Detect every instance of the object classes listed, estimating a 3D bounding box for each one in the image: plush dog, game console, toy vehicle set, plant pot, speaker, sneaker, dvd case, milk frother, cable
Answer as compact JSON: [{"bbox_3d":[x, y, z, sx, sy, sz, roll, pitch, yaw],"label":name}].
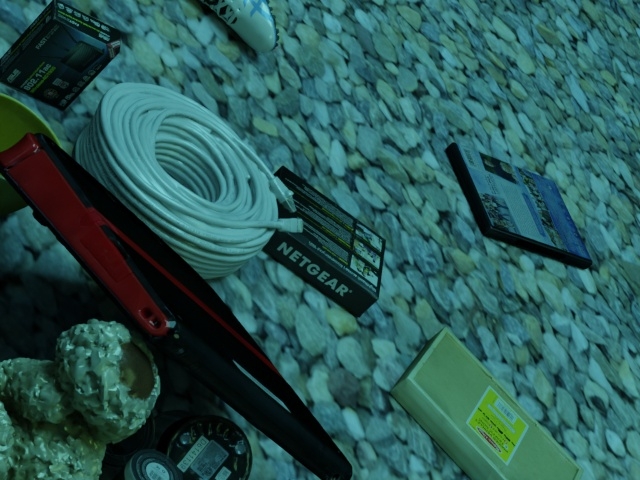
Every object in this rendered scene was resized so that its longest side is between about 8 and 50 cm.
[{"bbox_3d":[-0.291,0.174,1.391,0.225,0.210,0.262,20,81,-34],"label":"plush dog"},{"bbox_3d":[-0.144,0.073,1.612,0.342,0.060,0.386,49,2,39],"label":"game console"},{"bbox_3d":[0.215,0.245,2.087,0.267,0.035,0.166,47,30,1],"label":"toy vehicle set"},{"bbox_3d":[-0.345,-0.075,1.705,0.134,0.095,0.134,31,33,-23],"label":"plant pot"},{"bbox_3d":[-0.181,0.249,1.478,0.055,0.136,0.055,28,35,-21],"label":"speaker"},{"bbox_3d":[-0.149,-0.357,2.333,0.086,0.085,0.237,-37,87,-34],"label":"sneaker"},{"bbox_3d":[0.316,-0.053,2.597,0.253,0.022,0.180,17,41,-41],"label":"dvd case"},{"bbox_3d":[-0.155,0.191,1.558,0.129,0.134,0.143,-33,97,-18],"label":"milk frother"},{"bbox_3d":[-0.168,-0.072,1.937,0.257,0.089,0.257,53,31,13],"label":"cable"}]

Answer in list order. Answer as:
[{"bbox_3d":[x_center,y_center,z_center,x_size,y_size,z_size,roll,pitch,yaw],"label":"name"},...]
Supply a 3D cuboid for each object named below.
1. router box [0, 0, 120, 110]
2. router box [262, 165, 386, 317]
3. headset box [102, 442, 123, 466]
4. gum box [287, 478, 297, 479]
[{"bbox_3d":[-0.303,-0.215,1.903,0.092,0.122,0.038,25,40,-32],"label":"router box"},{"bbox_3d":[0.000,0.000,2.103,0.179,0.046,0.133,36,32,-17],"label":"router box"},{"bbox_3d":[-0.234,0.199,1.575,0.062,0.032,0.083,48,29,2],"label":"headset box"},{"bbox_3d":[0.036,0.350,1.724,0.157,0.041,0.184,19,38,-38],"label":"gum box"}]
